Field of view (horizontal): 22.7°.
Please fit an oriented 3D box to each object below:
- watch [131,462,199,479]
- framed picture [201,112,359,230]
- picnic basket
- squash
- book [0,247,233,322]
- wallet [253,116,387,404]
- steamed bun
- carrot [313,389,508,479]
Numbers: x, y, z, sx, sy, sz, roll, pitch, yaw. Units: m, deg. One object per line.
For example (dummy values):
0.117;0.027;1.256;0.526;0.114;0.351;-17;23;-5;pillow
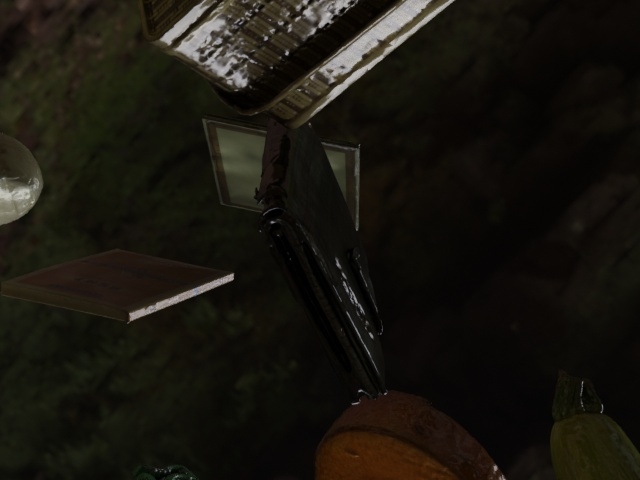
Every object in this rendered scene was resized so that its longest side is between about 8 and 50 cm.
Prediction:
-0.224;0.389;2.151;0.152;0.165;0.131;-51;-118;21;watch
-0.040;-0.072;1.778;0.231;0.173;0.010;89;13;-68;framed picture
-0.034;-0.278;1.277;0.228;0.175;0.313;-37;-136;28;picnic basket
0.306;0.278;1.756;0.137;0.137;0.287;-38;-110;21;squash
-0.229;0.048;1.841;0.170;0.018;0.241;11;-167;23;book
0.001;0.000;1.263;0.044;0.169;0.317;-24;-164;6;wallet
-0.357;-0.070;1.709;0.130;0.112;0.091;-40;-130;51;steamed bun
0.127;0.320;1.894;0.100;0.307;0.258;-45;-175;-40;carrot
